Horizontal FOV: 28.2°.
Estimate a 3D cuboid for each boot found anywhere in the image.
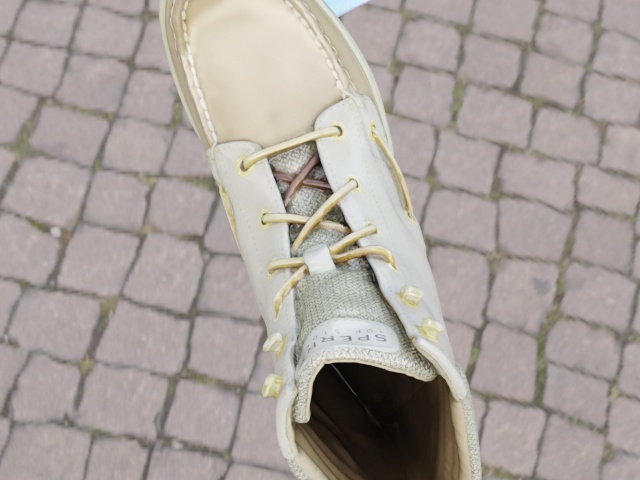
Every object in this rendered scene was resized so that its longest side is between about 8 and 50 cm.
[{"bbox_3d":[0.000,0.000,0.471,0.077,0.213,0.165,-21,21,7],"label":"boot"}]

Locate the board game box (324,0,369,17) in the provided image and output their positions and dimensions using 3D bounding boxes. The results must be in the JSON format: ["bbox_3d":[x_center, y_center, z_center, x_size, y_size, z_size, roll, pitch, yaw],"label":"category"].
[{"bbox_3d":[0.054,-0.326,0.763,0.308,0.086,0.302,-27,101,-7],"label":"board game box"}]
